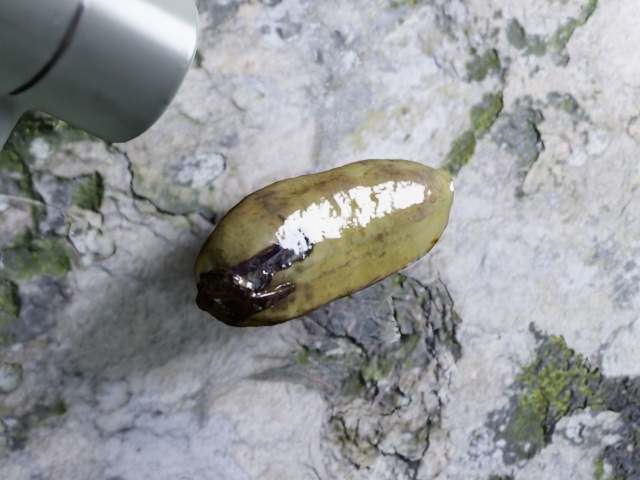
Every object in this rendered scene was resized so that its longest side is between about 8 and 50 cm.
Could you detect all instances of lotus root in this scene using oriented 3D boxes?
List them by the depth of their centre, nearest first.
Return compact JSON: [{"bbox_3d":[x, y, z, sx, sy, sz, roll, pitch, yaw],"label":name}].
[{"bbox_3d":[0.000,0.000,1.501,0.258,0.097,0.110,-19,124,-33],"label":"lotus root"}]

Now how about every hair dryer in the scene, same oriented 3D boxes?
[{"bbox_3d":[-0.259,-0.062,1.315,0.203,0.128,0.362,25,101,-37],"label":"hair dryer"}]
